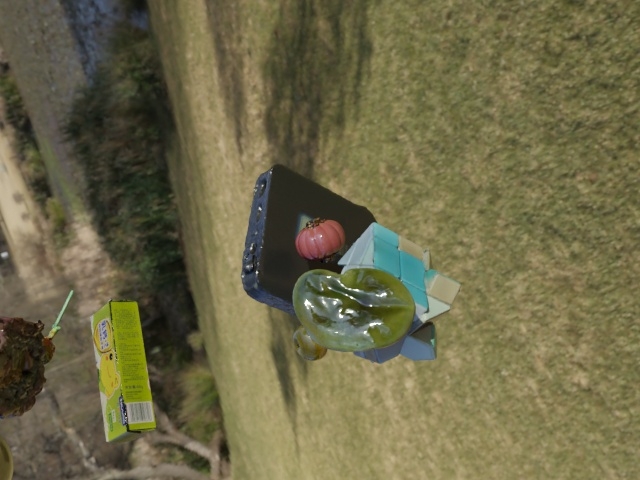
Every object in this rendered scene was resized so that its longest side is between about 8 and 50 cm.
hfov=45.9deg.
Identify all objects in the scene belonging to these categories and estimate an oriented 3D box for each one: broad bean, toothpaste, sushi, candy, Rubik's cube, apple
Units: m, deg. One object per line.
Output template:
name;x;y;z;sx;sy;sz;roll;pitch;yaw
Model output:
broad bean;0.049;0.112;1.247;0.206;0.153;0.072;14;165;30
toothpaste;-0.471;0.309;1.793;0.110;0.077;0.327;-35;60;41
sushi;-0.700;0.269;1.570;0.270;0.171;0.236;63;-146;-79
candy;-0.623;0.200;1.770;0.060;0.060;0.201;94;-169;-54
Rubik's cube;0.141;0.119;1.425;0.224;0.213;0.265;-49;22;34
apple;-0.020;0.232;1.728;0.089;0.074;0.089;45;142;51

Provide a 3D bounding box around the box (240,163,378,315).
box;-0.012;0.025;1.751;0.091;0.350;0.359;-31;43;45

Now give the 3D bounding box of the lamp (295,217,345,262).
lamp;0.000;0.000;1.584;0.092;0.107;0.107;68;163;-8

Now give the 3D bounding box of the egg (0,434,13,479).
egg;-0.696;0.449;1.463;0.241;0.186;0.186;-32;80;56
